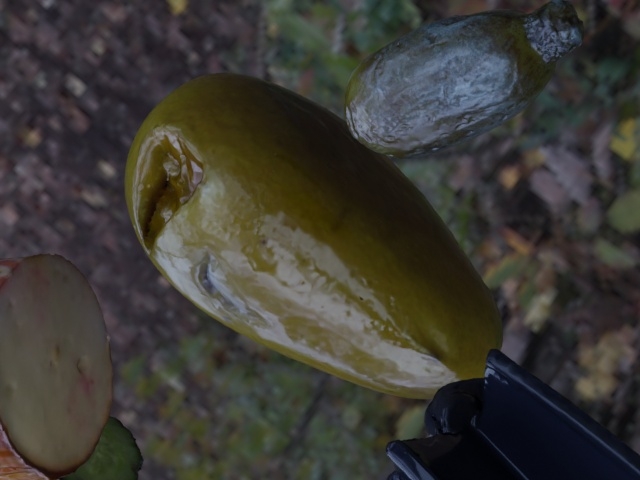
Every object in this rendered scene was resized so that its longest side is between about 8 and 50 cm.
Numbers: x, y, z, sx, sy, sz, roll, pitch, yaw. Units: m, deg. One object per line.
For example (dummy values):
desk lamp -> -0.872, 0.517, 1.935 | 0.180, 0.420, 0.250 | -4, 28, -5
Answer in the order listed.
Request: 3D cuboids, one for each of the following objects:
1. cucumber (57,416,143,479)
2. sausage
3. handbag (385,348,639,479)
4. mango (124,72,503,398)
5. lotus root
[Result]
cucumber -> -0.170, 0.192, 1.063 | 0.067, 0.067, 0.293 | 36, 139, 5
sausage -> -0.247, 0.068, 0.792 | 0.312, 0.093, 0.093 | -7, 140, 23
handbag -> 0.162, 0.229, 0.936 | 0.329, 0.122, 0.303 | 44, 166, 24
mango -> 0.000, 0.000, 1.555 | 0.365, 0.182, 0.253 | 34, -159, 12
lotus root -> 0.105, -0.120, 1.330 | 0.192, 0.113, 0.088 | -22, 82, 29
